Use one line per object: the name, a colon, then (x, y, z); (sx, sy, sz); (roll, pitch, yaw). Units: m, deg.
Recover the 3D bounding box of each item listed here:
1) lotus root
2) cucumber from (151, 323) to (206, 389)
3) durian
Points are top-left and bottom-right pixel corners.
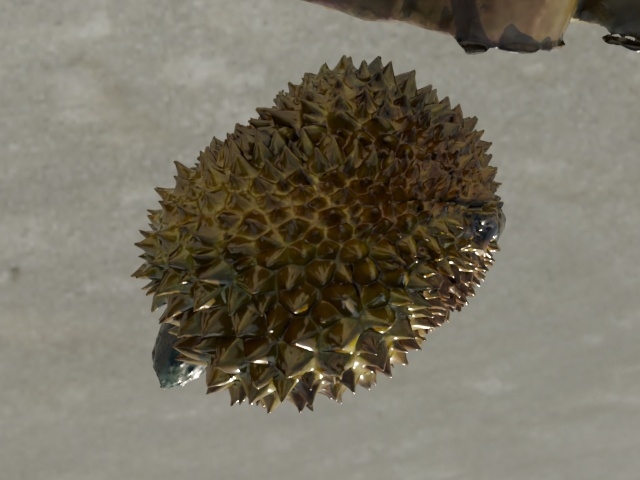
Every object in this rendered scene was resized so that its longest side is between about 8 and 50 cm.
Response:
lotus root: (0.100, -0.215, 0.970); (0.390, 0.375, 0.111); (-9, 115, -38)
cucumber: (-0.070, 0.026, 1.255); (0.245, 0.067, 0.067); (-52, 145, 5)
durian: (0.000, 0.000, 0.626); (0.168, 0.158, 0.137); (-21, 122, 34)
